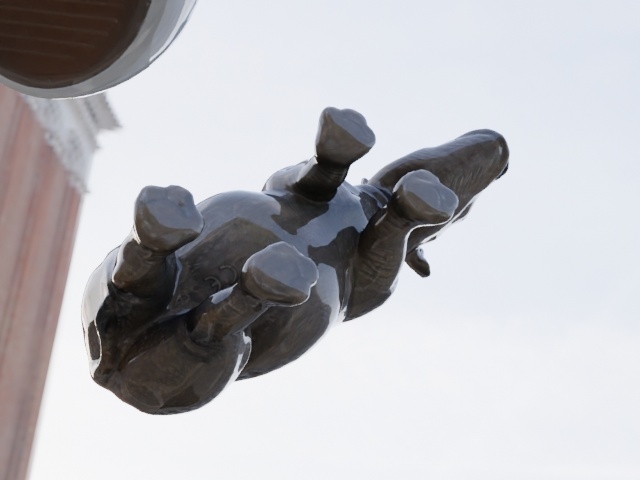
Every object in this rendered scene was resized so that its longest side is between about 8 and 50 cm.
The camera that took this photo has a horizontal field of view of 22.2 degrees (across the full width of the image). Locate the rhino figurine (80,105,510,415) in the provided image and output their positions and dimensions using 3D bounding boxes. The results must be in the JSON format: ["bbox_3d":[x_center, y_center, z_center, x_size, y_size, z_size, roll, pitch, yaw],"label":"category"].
[{"bbox_3d":[0.000,0.000,0.660,0.073,0.243,0.106,52,-48,13],"label":"rhino figurine"}]

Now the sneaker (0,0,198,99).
[{"bbox_3d":[-0.063,-0.183,0.443,0.105,0.290,0.123,-9,-1,26],"label":"sneaker"}]
